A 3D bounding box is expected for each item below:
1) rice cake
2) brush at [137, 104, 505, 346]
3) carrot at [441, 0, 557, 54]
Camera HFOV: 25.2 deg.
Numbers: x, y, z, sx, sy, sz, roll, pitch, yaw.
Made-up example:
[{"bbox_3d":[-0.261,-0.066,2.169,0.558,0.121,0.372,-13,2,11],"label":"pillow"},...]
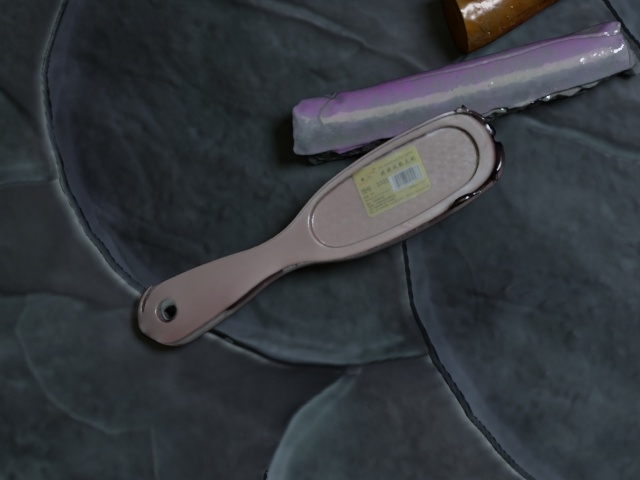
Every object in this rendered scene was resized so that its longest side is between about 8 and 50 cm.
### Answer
[{"bbox_3d":[0.108,-0.111,1.079,0.269,0.049,0.055,-13,83,4],"label":"rice cake"},{"bbox_3d":[0.001,0.002,1.083,0.312,0.067,0.072,-29,71,13],"label":"brush"},{"bbox_3d":[0.198,-0.213,1.080,0.224,0.057,0.057,-26,84,0],"label":"carrot"}]
